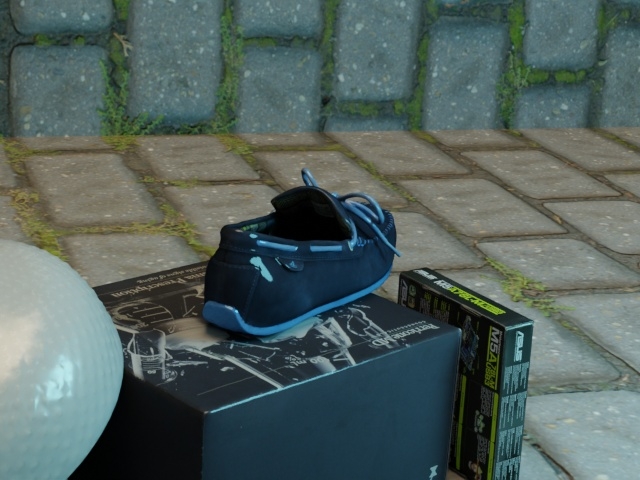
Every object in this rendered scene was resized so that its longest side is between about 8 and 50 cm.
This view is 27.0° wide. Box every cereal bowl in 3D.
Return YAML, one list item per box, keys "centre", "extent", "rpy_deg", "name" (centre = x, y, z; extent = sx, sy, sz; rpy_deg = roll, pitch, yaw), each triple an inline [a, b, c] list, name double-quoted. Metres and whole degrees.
- centre: [-0.353, 0.113, 1.173]
  extent: [0.339, 0.141, 0.339]
  rpy_deg: [-15, 37, 12]
  name: "cereal bowl"

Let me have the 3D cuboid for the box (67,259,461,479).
- centre: [-0.086, 0.157, 1.358]
  extent: [0.343, 0.179, 0.312]
  rpy_deg: [-14, 26, -43]
  name: "box"

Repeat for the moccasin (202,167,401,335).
- centre: [0.000, 0.000, 1.378]
  extent: [0.137, 0.117, 0.342]
  rpy_deg: [11, 19, 19]
  name: "moccasin"

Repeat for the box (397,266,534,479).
- centre: [0.145, 0.145, 1.415]
  extent: [0.045, 0.191, 0.184]
  rpy_deg: [-10, 21, -34]
  name: "box"
